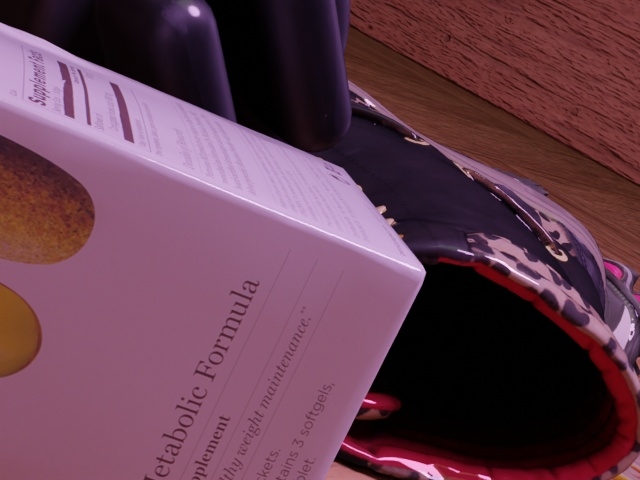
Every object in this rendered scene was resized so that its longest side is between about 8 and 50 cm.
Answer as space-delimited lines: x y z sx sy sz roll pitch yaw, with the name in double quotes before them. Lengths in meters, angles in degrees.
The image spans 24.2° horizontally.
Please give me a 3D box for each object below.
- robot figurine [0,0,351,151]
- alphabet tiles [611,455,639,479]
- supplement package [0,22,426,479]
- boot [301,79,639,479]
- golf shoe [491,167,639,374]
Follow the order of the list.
"robot figurine" -0.096 -0.125 0.724 0.209 0.173 0.278 15 16 -40
"alphabet tiles" 0.192 0.153 0.857 0.237 0.009 0.198 32 13 23
"supplement package" -0.113 0.006 0.514 0.244 0.139 0.134 22 12 -17
"boot" 0.000 0.000 0.812 0.377 0.138 0.284 26 14 -6
"golf shoe" 0.132 0.014 1.111 0.120 0.105 0.273 7 21 -39
